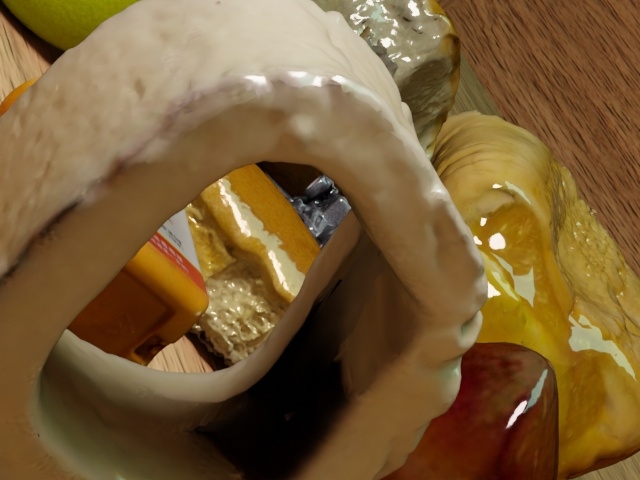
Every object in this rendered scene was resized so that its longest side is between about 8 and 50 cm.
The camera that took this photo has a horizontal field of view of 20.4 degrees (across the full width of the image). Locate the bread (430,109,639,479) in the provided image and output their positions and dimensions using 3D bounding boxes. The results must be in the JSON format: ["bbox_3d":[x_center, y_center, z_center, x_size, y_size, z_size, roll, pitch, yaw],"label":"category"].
[{"bbox_3d":[0.184,0.081,1.858,0.361,0.250,0.394,54,17,-10],"label":"bread"}]

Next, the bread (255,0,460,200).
[{"bbox_3d":[0.007,-0.181,1.794,0.250,0.225,0.279,39,-18,14],"label":"bread"}]

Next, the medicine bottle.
[{"bbox_3d":[-0.173,-0.020,1.253,0.149,0.112,0.222,41,17,-34],"label":"medicine bottle"}]

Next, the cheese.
[{"bbox_3d":[-0.059,0.024,1.042,0.292,0.332,0.153,27,25,-29],"label":"cheese"}]

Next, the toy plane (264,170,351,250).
[{"bbox_3d":[0.009,-0.008,1.671,0.212,0.088,0.267,47,-7,-8],"label":"toy plane"}]

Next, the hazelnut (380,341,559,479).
[{"bbox_3d":[0.124,0.171,1.513,0.208,0.208,0.208,47,14,-16],"label":"hazelnut"}]

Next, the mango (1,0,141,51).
[{"bbox_3d":[-0.164,-0.244,1.630,0.149,0.273,0.185,121,-44,-80],"label":"mango"}]

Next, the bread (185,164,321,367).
[{"bbox_3d":[-0.069,0.009,1.494,0.245,0.121,0.174,51,15,9],"label":"bread"}]
